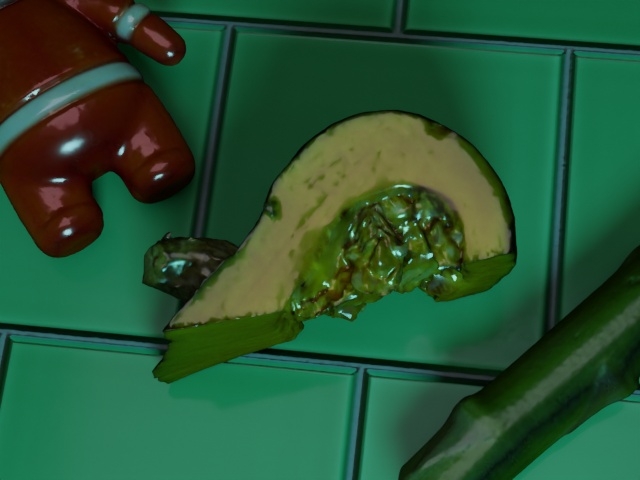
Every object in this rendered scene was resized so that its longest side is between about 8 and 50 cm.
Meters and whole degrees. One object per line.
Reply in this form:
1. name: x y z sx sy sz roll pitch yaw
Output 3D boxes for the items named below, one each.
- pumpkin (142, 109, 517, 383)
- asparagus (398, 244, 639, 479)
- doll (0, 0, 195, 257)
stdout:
1. pumpkin: -0.006 -0.001 0.885 0.248 0.131 0.126 -16 79 -7
2. asparagus: 0.151 0.094 0.877 0.277 0.060 0.067 -38 92 -9
3. doll: -0.223 -0.154 0.969 0.199 0.105 0.336 -32 80 -5
